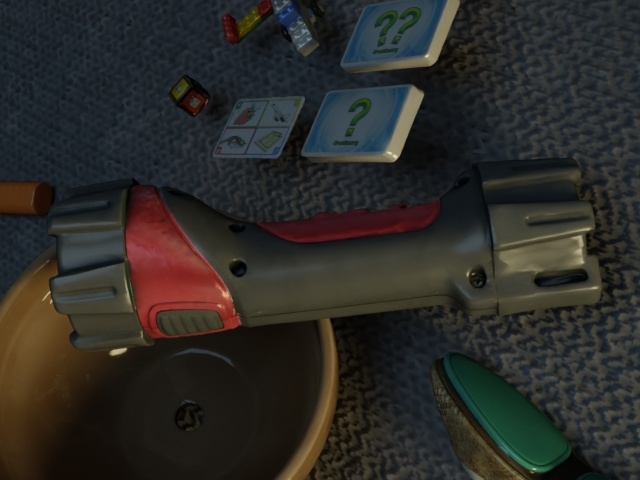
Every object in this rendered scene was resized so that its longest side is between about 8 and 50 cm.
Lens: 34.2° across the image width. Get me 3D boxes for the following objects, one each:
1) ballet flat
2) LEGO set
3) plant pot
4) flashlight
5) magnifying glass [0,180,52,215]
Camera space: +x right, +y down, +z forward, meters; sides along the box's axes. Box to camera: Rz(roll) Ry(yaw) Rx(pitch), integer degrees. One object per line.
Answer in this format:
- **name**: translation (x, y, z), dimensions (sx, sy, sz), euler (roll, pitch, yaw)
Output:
- **ballet flat**: translation (0.128, 0.147, 0.589), dimensions (0.206, 0.073, 0.067), euler (41, 118, 35)
- **LEGO set**: translation (-0.017, -0.142, 0.703), dimensions (0.244, 0.060, 0.182), euler (6, 68, 48)
- **plant pot**: translation (-0.101, 0.102, 0.692), dimensions (0.238, 0.109, 0.237), euler (-4, 63, 8)
- **flashlight**: translation (0.000, 0.000, 0.615), dimensions (0.304, 0.103, 0.103), euler (-8, 103, 2)
- **magnifying glass**: translation (-0.330, -0.040, 0.940), dimensions (0.231, 0.026, 0.092), euler (3, 83, 32)
